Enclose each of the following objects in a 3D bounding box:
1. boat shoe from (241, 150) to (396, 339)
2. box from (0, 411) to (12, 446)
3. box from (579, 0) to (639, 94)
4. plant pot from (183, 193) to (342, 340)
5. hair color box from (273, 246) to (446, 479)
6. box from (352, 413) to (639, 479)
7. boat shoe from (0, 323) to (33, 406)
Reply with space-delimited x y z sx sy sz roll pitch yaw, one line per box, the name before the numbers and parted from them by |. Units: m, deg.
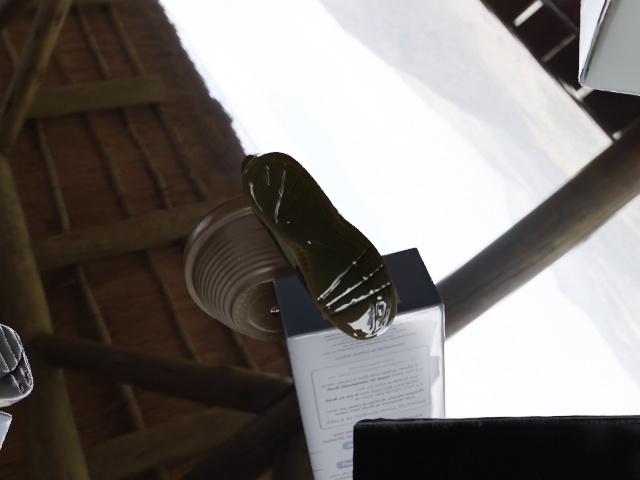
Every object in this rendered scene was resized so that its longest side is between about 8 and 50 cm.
boat shoe | -0.001 0.000 0.768 0.223 0.080 0.073 53 -179 -24
box | -0.651 0.269 1.178 0.262 0.127 0.231 6 162 28
box | 0.243 -0.208 0.467 0.127 0.148 0.232 88 -167 -60
plant pot | -0.062 0.056 1.049 0.237 0.237 0.110 41 -157 -38
hair color box | 0.062 0.200 1.032 0.113 0.185 0.374 -108 8 -51
box | 0.176 0.288 0.473 0.312 0.179 0.343 21 -115 -48
boat shoe | -0.478 0.167 0.896 0.355 0.130 0.132 34 -146 -71
